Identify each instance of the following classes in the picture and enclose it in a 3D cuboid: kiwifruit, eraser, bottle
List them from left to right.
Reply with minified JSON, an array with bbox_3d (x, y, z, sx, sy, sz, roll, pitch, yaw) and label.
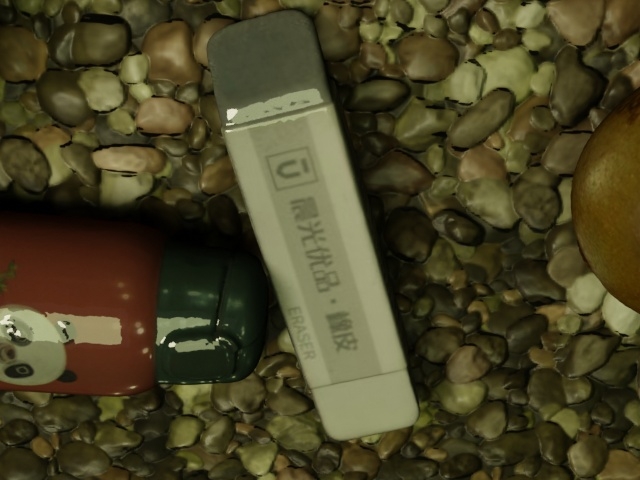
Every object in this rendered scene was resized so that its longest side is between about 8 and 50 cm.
[{"bbox_3d":[-0.208,0.044,0.802,0.336,0.144,0.144,3,118,-2],"label":"bottle"},{"bbox_3d":[0.000,0.000,0.812,0.089,0.061,0.351,-13,118,10],"label":"eraser"},{"bbox_3d":[0.282,-0.037,0.708,0.234,0.196,0.196,-26,114,23],"label":"kiwifruit"}]
